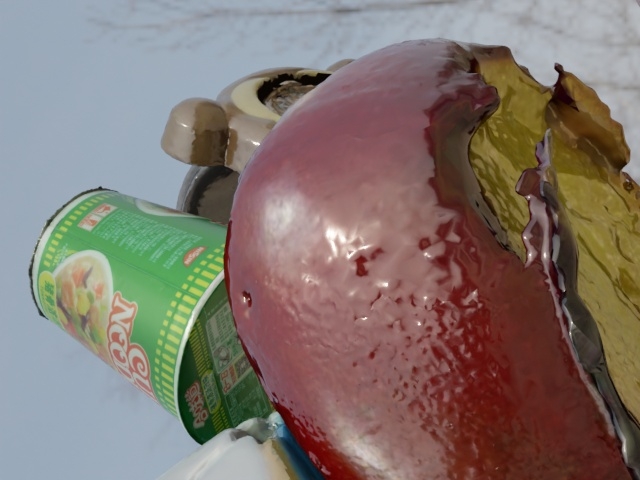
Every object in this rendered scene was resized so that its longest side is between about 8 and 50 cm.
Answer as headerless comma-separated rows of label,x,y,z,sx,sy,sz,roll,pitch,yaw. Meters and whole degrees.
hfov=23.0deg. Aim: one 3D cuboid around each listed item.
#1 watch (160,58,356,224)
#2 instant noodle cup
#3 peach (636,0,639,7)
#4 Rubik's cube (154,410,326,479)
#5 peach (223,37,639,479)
watch,0.000,0.000,1.748,0.314,0.335,0.327,-19,-53,-44
instant noodle cup,-0.139,0.055,1.464,0.207,0.232,0.207,-29,-49,-41
peach,0.399,-0.275,1.592,0.152,0.152,0.152,2,-90,-67
Rubik's cube,-0.020,0.386,1.317,0.351,0.347,0.352,26,-151,-59
peach,0.137,0.059,1.181,0.339,0.416,0.353,-24,-40,-57
